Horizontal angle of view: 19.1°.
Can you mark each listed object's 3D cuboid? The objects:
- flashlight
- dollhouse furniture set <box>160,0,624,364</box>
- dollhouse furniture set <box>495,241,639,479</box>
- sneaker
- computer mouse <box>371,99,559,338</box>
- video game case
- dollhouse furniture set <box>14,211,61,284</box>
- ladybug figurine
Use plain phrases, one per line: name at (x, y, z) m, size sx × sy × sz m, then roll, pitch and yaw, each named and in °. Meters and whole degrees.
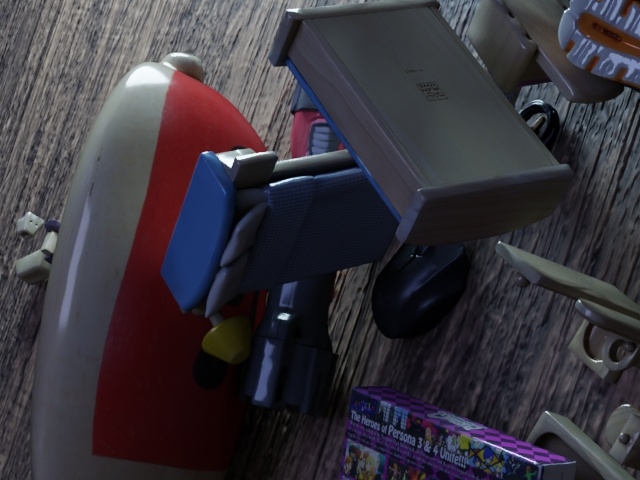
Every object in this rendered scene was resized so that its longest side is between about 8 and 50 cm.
flashlight at (0.000, 0.000, 1.668) m, size 0.103 × 0.103 × 0.304 m, roll 2°, pitch 80°, yaw 67°
dollhouse furniture set at (0.069, -0.011, 1.478) m, size 0.198 × 0.286 × 0.303 m, roll 57°, pitch 140°, yaw 31°
dollhouse furniture set at (0.171, 0.112, 1.362) m, size 0.151 × 0.123 × 0.144 m, roll -61°, pitch 37°, yaw 11°
sneaker at (0.275, -0.121, 1.387) m, size 0.215 × 0.083 × 0.084 m, roll 41°, pitch 111°, yaw 33°
computer mouse at (0.113, -0.018, 1.571) m, size 0.242 × 0.041 × 0.071 m, roll -56°, pitch 37°, yaw 16°
video game case at (0.091, 0.237, 1.431) m, size 0.232 × 0.042 × 0.210 m, roll 16°, pitch 103°, yaw 54°
dollhouse furniture set at (-0.303, -0.010, 2.079) m, size 0.114 × 0.091 × 0.081 m, roll -22°, pitch 41°, yaw 49°
ladybug figurine at (-0.138, 0.059, 1.689) m, size 0.305 × 0.162 × 0.449 m, roll -12°, pitch -69°, yaw -81°
